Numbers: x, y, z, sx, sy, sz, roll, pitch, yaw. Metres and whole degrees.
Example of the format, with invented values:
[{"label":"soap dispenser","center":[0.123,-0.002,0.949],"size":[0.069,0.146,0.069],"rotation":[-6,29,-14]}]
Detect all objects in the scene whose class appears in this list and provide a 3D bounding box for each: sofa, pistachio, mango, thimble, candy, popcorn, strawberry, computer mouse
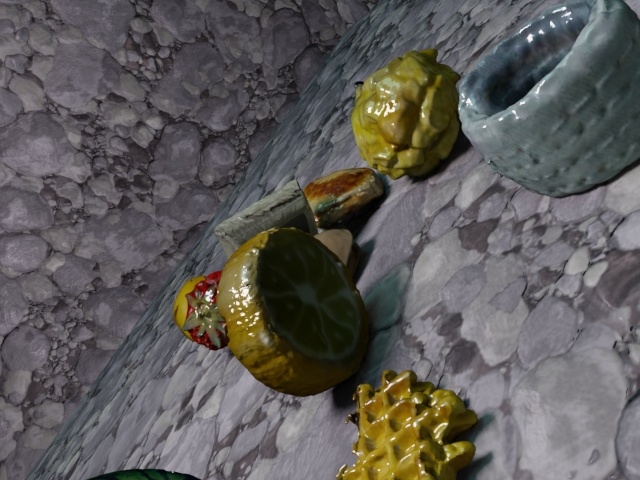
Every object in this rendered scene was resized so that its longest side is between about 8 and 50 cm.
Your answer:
[{"label":"sofa","center":[-0.118,0.009,1.258],"size":[0.210,0.226,0.176],"rotation":[-35,36,-23]},{"label":"pistachio","center":[-0.012,0.069,1.158],"size":[0.226,0.136,0.135],"rotation":[-47,15,-18]},{"label":"mango","center":[-0.338,0.195,1.712],"size":[0.167,0.130,0.262],"rotation":[-57,22,0]},{"label":"thimble","center":[0.297,-0.176,0.769],"size":[0.250,0.171,0.205],"rotation":[-33,27,41]},{"label":"candy","center":[-0.038,0.106,0.921],"size":[0.118,0.260,0.260],"rotation":[-34,24,36]},{"label":"popcorn","center":[0.164,-0.245,1.186],"size":[0.252,0.215,0.286],"rotation":[-59,14,-4]},{"label":"strawberry","center":[-0.213,0.153,1.435],"size":[0.184,0.187,0.201],"rotation":[4,14,22]},{"label":"computer mouse","center":[0.000,0.000,1.366],"size":[0.181,0.056,0.089],"rotation":[-17,43,60]}]

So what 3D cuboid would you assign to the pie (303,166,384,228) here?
[{"label":"pie","center":[0.047,-0.104,1.343],"size":[0.178,0.084,0.205],"rotation":[-25,24,12]}]

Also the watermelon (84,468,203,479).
[{"label":"watermelon","center":[-0.188,0.396,0.583],"size":[0.363,0.363,0.363],"rotation":[-45,18,20]}]

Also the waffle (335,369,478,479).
[{"label":"waffle","center":[0.050,0.276,0.669],"size":[0.293,0.069,0.259],"rotation":[-58,17,-16]}]
